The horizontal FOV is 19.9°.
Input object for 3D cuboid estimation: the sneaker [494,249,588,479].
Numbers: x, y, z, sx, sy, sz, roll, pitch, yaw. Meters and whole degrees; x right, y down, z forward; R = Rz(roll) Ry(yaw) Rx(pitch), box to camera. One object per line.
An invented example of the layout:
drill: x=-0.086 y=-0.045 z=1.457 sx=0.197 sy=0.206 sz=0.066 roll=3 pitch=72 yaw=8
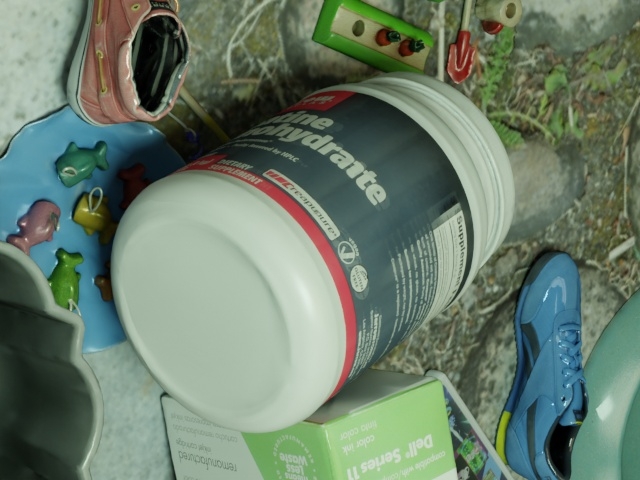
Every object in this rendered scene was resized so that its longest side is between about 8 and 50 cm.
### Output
sneaker: x=0.215 y=0.116 z=1.633 sx=0.069 sy=0.082 sz=0.209 roll=3 pitch=100 yaw=-40

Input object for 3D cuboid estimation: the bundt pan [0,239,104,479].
bundt pan: x=-0.308 y=0.129 z=1.144 sx=0.331 sy=0.124 sz=0.331 roll=-12 pitch=109 yaw=-36

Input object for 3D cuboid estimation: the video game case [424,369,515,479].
video game case: x=0.093 y=0.243 z=1.595 sx=0.183 sy=0.023 sz=0.201 roll=-51 pitch=129 yaw=-22

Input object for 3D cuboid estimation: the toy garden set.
toy garden set: x=0.117 y=-0.242 z=1.461 sx=0.204 sy=0.049 sz=0.244 roll=18 pitch=91 yaw=-43

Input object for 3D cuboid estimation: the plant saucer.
plant saucer: x=0.363 y=0.180 z=1.808 sx=0.317 sy=0.043 sz=0.317 roll=-14 pitch=113 yaw=-38

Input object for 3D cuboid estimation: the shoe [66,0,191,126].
shoe: x=-0.120 y=-0.164 z=1.241 sx=0.063 sy=0.081 sz=0.178 roll=14 pitch=84 yaw=-39

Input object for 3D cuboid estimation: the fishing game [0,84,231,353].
fishing game: x=-0.160 y=-0.003 z=1.298 sx=0.264 sy=0.041 sz=0.189 roll=-49 pitch=126 yaw=-19

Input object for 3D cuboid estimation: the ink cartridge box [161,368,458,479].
ink cartridge box: x=0.011 y=0.278 z=1.379 sx=0.119 sy=0.207 sz=0.353 roll=-19 pitch=103 yaw=-37

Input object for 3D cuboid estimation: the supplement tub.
supplement tub: x=0.000 y=0.000 z=1.311 sx=0.272 sy=0.191 sz=0.191 roll=-34 pitch=124 yaw=-46
